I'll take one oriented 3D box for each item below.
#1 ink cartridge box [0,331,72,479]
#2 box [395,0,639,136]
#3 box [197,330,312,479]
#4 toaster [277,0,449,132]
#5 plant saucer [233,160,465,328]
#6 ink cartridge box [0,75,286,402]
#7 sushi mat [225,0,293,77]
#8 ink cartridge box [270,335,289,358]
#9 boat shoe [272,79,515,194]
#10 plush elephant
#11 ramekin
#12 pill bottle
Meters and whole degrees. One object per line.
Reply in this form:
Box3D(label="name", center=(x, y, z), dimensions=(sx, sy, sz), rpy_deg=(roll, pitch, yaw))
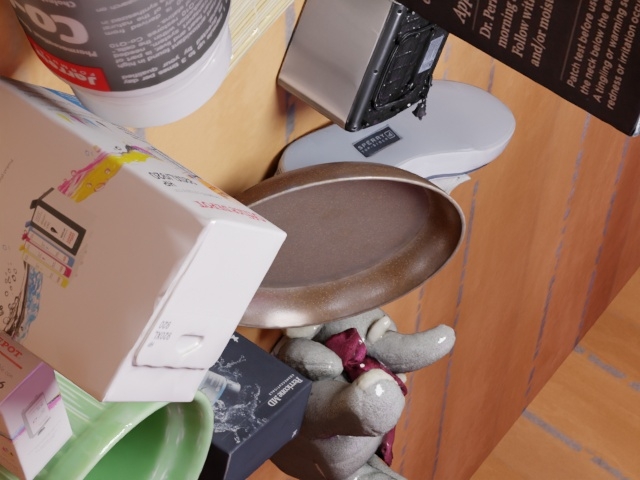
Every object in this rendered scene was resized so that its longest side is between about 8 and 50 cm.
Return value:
Box3D(label="ink cartridge box", center=(-0.287, 0.116, 1.626), dimensions=(0.067, 0.115, 0.198), rpy_deg=(-48, 158, -24))
Box3D(label="box", center=(0.181, -0.408, 1.388), dimensions=(0.480, 0.472, 0.297), rpy_deg=(-45, 159, -32))
Box3D(label="box", center=(-0.120, 0.182, 2.072), dimensions=(0.156, 0.158, 0.093), rpy_deg=(-39, 154, -44))
Box3D(label="toaster", center=(0.057, -0.207, 1.963), dimensions=(0.168, 0.110, 0.186), rpy_deg=(-28, 146, -54))
Box3D(label="plant saucer", center=(0.000, 0.000, 2.026), dimensions=(0.310, 0.050, 0.310), rpy_deg=(-10, 151, -5))
Box3D(label="ink cartridge box", center=(-0.182, 0.001, 1.517), dimensions=(0.168, 0.232, 0.171), rpy_deg=(-59, 161, 7))
Box3D(label="sushi mat", center=(-0.023, -0.277, 1.796), dimensions=(0.316, 0.019, 0.151), rpy_deg=(-49, 159, -21))
Box3D(label="ink cartridge box", center=(-0.024, 0.176, 2.432), dimensions=(0.175, 0.072, 0.127), rpy_deg=(-54, 160, -6))
Box3D(label="boat shoe", center=(0.074, -0.066, 2.188), dimensions=(0.367, 0.136, 0.156), rpy_deg=(-28, 154, -42))
Box3D(label="plush elephant", center=(0.044, 0.170, 2.262), dimensions=(0.255, 0.330, 0.272), rpy_deg=(-55, 131, -31))
Box3D(label="ramekin", center=(-0.255, 0.235, 1.842), dimensions=(0.303, 0.148, 0.303), rpy_deg=(-48, 159, -25))
Box3D(label="pill bottle", center=(-0.152, -0.204, 1.376), dimensions=(0.161, 0.161, 0.283), rpy_deg=(-51, 160, -16))
